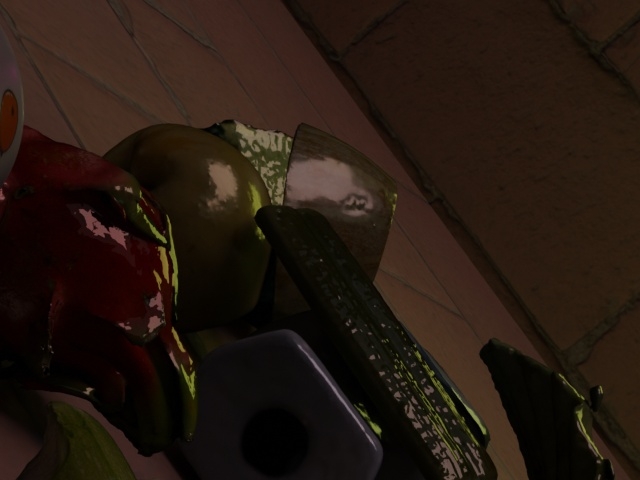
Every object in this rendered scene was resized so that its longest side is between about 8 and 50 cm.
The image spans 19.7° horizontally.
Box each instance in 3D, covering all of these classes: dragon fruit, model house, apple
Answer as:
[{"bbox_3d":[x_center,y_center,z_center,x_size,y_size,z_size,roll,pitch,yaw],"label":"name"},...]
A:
[{"bbox_3d":[-0.204,0.041,1.382,0.198,0.200,0.269,-46,127,-69],"label":"dragon fruit"},{"bbox_3d":[-0.082,0.004,1.974,0.214,0.195,0.189,17,55,-42],"label":"model house"},{"bbox_3d":[-0.134,-0.009,1.715,0.200,0.200,0.200,46,12,-13],"label":"apple"}]

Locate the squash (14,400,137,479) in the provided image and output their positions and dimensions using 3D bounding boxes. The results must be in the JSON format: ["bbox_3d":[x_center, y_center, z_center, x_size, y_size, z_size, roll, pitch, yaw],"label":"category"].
[{"bbox_3d":[-0.107,0.181,0.957,0.069,0.069,0.239,33,23,-51],"label":"squash"}]

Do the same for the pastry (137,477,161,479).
[{"bbox_3d":[-0.115,0.232,1.256,0.166,0.088,0.166,45,9,-10],"label":"pastry"}]

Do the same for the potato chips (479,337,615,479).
[{"bbox_3d":[0.205,0.282,1.679,0.373,0.097,0.389,87,1,-67],"label":"potato chips"}]

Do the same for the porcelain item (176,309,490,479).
[{"bbox_3d":[0.030,0.178,1.710,0.242,0.178,0.405,52,14,15],"label":"porcelain item"}]

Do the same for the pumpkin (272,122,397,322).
[{"bbox_3d":[0.017,-0.004,1.808,0.110,0.217,0.217,5,15,1],"label":"pumpkin"}]

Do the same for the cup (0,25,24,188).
[{"bbox_3d":[-0.326,-0.065,1.133,0.212,0.212,0.317,48,13,-5],"label":"cup"}]

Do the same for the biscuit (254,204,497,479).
[{"bbox_3d":[0.048,0.087,1.591,0.099,0.038,0.322,10,41,-54],"label":"biscuit"}]
